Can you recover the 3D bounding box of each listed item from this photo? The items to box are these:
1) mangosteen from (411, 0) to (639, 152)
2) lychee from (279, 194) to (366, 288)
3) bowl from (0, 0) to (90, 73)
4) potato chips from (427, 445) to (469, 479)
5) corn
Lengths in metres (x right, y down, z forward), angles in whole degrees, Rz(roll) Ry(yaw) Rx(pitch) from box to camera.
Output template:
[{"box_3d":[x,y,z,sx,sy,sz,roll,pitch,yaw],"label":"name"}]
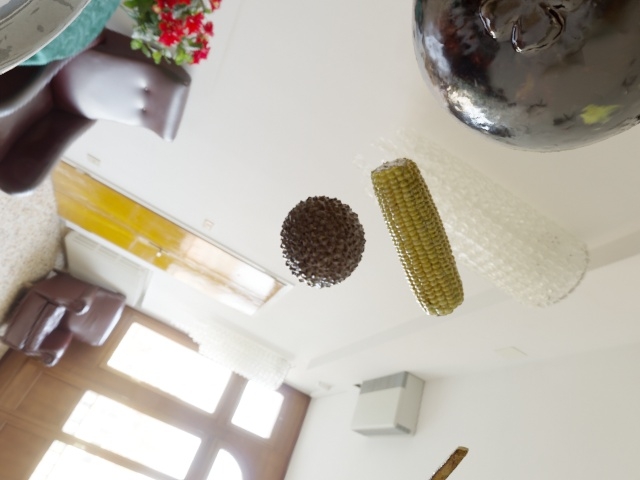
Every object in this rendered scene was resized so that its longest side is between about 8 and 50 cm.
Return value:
[{"box_3d":[0.233,-0.229,0.416,0.288,0.288,0.288,-55,-167,19],"label":"mangosteen"},{"box_3d":[0.000,0.000,0.826,0.188,0.188,0.188,-55,-167,19],"label":"lychee"},{"box_3d":[-0.210,-0.182,0.200,0.345,0.157,0.346,-35,-156,18],"label":"bowl"},{"box_3d":[0.200,0.448,0.760,0.204,0.026,0.037,-57,167,18],"label":"potato chips"},{"box_3d":[0.149,-0.005,0.626,0.081,0.249,0.081,-22,-172,3],"label":"corn"}]
